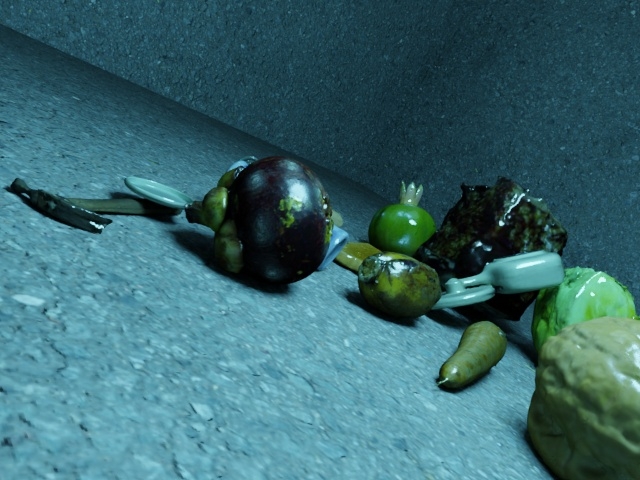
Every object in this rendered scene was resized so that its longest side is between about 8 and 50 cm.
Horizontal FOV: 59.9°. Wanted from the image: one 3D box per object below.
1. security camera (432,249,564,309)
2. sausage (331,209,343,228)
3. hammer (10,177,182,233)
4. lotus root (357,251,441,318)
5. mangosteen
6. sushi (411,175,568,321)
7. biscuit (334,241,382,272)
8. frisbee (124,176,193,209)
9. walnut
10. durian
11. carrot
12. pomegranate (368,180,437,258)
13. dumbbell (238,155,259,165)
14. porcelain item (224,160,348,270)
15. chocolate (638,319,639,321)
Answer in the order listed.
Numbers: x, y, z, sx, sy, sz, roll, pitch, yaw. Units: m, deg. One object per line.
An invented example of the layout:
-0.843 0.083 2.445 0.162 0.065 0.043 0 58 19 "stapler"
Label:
0.346 0.083 1.152 0.301 0.080 0.157 -13 -1 -4 "security camera"
-0.060 -0.080 1.395 0.301 0.066 0.066 16 15 -38 "sausage"
-0.282 -0.051 0.789 0.125 0.027 0.297 29 10 12 "hammer"
0.142 0.081 0.982 0.209 0.120 0.120 20 13 -40 "lotus root"
-0.090 -0.028 0.815 0.217 0.192 0.192 -4 10 4 "mangosteen"
0.424 0.029 1.379 0.299 0.294 0.281 36 -6 -36 "sushi"
0.117 0.053 1.248 0.212 0.041 0.238 20 11 -8 "biscuit"
-0.249 -0.073 0.859 0.110 0.014 0.110 22 9 -4 "frisbee"
0.378 0.210 0.686 0.224 0.257 0.257 58 0 -19 "walnut"
0.552 0.185 1.154 0.204 0.255 0.340 8 2 6 "durian"
0.229 0.183 0.852 0.078 0.078 0.298 32 17 23 "carrot"
0.230 -0.049 1.516 0.187 0.225 0.187 10 -9 2 "pomegranate"
-0.185 -0.182 1.513 0.082 0.081 0.254 23 11 -22 "dumbbell"
-0.072 -0.054 1.055 0.259 0.141 0.141 38 12 10 "porcelain item"
0.604 0.291 0.864 0.289 0.137 0.301 26 29 -17 "chocolate"
